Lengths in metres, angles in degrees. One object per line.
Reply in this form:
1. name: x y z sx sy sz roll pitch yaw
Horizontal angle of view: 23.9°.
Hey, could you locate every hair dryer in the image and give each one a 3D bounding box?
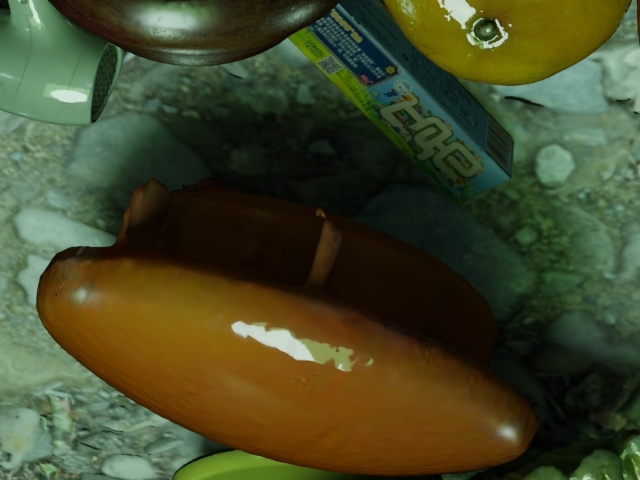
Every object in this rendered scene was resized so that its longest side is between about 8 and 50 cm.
1. hair dryer: -0.231 -0.193 0.979 0.206 0.075 0.237 14 129 7

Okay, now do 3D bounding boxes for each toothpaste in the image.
1. toothpaste: 0.045 -0.099 1.016 0.070 0.044 0.193 -28 124 33

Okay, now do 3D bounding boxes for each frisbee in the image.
1. frisbee: -0.011 0.216 1.311 0.236 0.017 0.236 1 154 0

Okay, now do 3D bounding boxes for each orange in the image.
1. orange: 0.107 -0.161 0.878 0.156 0.124 0.156 17 147 11

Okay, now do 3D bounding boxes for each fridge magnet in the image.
1. fridge magnet: -0.021 0.075 1.066 0.364 0.155 0.363 16 164 5

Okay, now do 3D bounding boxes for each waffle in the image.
1. waffle: 0.112 0.213 1.176 0.309 0.056 0.292 -18 168 -12

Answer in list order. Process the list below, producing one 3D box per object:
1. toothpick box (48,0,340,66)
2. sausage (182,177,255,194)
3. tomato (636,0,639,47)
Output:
1. toothpick box: -0.070 -0.236 0.805 0.192 0.192 0.294 6 131 6
2. sausage: 0.000 0.000 1.136 0.223 0.029 0.029 22 135 -11
3. tomato: 0.256 -0.148 0.825 0.139 0.200 0.233 50 153 7
